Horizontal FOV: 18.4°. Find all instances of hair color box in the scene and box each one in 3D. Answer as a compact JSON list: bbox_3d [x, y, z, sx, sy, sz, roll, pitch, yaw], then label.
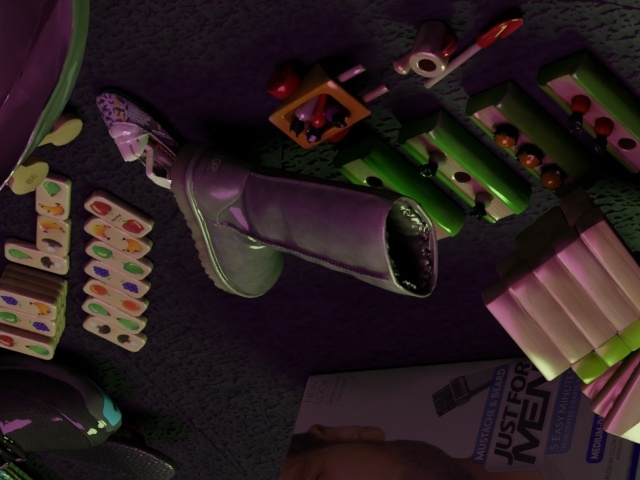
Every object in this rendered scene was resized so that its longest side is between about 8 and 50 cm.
[{"bbox_3d":[0.132,0.204,1.693,0.339,0.185,0.110,-9,138,32],"label":"hair color box"}]

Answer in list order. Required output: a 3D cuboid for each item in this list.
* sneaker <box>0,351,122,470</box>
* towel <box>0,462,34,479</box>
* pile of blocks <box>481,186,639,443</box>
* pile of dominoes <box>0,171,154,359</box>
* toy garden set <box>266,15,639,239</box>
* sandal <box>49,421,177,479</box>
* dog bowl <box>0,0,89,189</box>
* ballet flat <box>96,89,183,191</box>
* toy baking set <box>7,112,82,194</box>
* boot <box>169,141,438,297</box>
[{"bbox_3d":[-0.351,0.195,1.930,0.341,0.140,0.125,-4,139,26],"label":"sneaker"},{"bbox_3d":[-0.379,0.331,2.180,0.271,0.040,0.370,-14,140,27],"label":"towel"},{"bbox_3d":[0.281,0.074,1.483,0.362,0.112,0.149,24,112,-16],"label":"pile of blocks"},{"bbox_3d":[-0.246,0.024,1.730,0.196,0.040,0.251,16,146,2],"label":"pile of dominoes"},{"bbox_3d":[0.096,-0.078,1.428,0.244,0.049,0.204,-21,131,42],"label":"toy garden set"},{"bbox_3d":[-0.212,0.201,1.976,0.179,0.040,0.067,6,142,41],"label":"sandal"},{"bbox_3d":[-0.308,-0.164,1.295,0.349,0.102,0.349,6,107,20],"label":"dog bowl"},{"bbox_3d":[-0.134,-0.072,1.546,0.041,0.041,0.114,-18,133,40],"label":"ballet flat"},{"bbox_3d":[-0.267,-0.082,1.485,0.030,0.197,0.256,47,156,21],"label":"toy baking set"},{"bbox_3d":[-0.001,0.002,1.519,0.208,0.076,0.189,11,155,27],"label":"boot"}]
